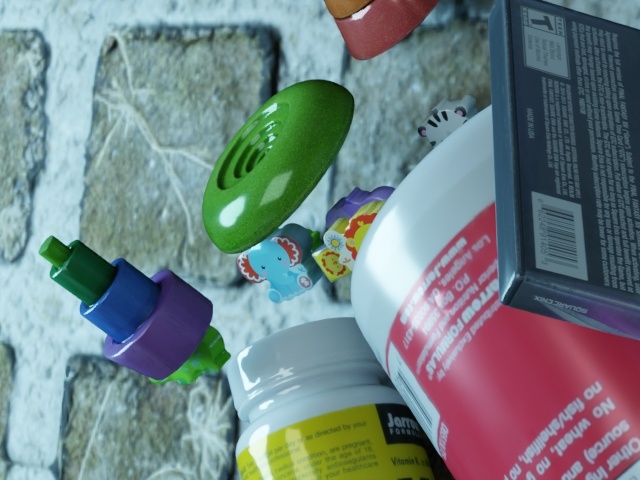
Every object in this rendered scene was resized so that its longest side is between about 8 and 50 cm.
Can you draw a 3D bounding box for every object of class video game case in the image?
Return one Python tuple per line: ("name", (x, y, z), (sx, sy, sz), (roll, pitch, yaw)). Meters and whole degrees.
("video game case", (0.211, -0.014, 0.846), (0.196, 0.274, 0.026), (-87, 17, -45))

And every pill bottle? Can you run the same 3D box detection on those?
("pill bottle", (0.205, 0.123, 0.895), (0.229, 0.229, 0.408), (-49, 57, 26))
("pill bottle", (0.015, 0.162, 1.125), (0.119, 0.119, 0.208), (-31, 67, 34))

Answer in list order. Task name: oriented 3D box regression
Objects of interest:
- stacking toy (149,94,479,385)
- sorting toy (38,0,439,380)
("stacking toy", (0.000, 0.000, 1.126), (0.221, 0.167, 0.052), (-28, 103, 36))
("sorting toy", (-0.051, -0.096, 1.107), (0.365, 0.126, 0.127), (-56, 21, -12))
